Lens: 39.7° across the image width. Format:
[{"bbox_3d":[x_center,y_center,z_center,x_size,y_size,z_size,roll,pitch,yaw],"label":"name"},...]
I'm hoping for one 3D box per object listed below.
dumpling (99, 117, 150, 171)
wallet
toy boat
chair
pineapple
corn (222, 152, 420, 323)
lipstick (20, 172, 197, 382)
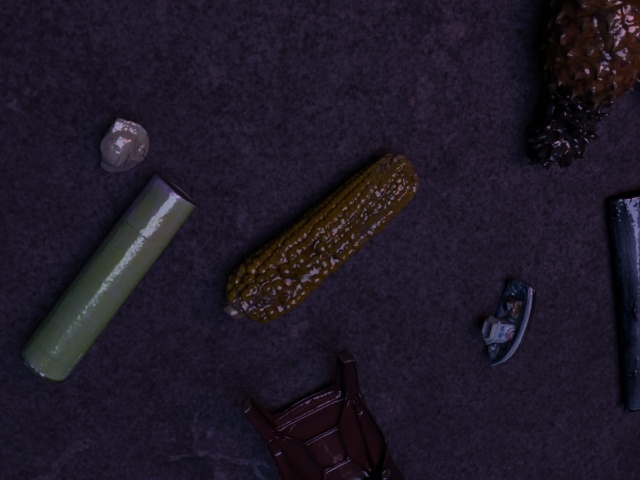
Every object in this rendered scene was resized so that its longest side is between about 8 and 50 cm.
[{"bbox_3d":[-0.249,-0.117,1.123,0.057,0.052,0.076,18,99,-7],"label":"dumpling"},{"bbox_3d":[0.554,0.085,1.398,0.190,0.046,0.379,-14,111,-8],"label":"wallet"},{"bbox_3d":[0.277,0.125,1.331,0.066,0.059,0.140,6,107,-28],"label":"toy boat"},{"bbox_3d":[0.020,0.318,1.299,0.175,0.183,0.326,-25,156,-7],"label":"chair"},{"bbox_3d":[0.352,-0.214,1.208,0.157,0.158,0.279,9,115,-17],"label":"pineapple"},{"bbox_3d":[0.000,0.000,1.206,0.320,0.097,0.097,-40,112,-1],"label":"corn"},{"bbox_3d":[-0.278,0.052,1.159,0.076,0.076,0.304,37,94,-22],"label":"lipstick"}]
